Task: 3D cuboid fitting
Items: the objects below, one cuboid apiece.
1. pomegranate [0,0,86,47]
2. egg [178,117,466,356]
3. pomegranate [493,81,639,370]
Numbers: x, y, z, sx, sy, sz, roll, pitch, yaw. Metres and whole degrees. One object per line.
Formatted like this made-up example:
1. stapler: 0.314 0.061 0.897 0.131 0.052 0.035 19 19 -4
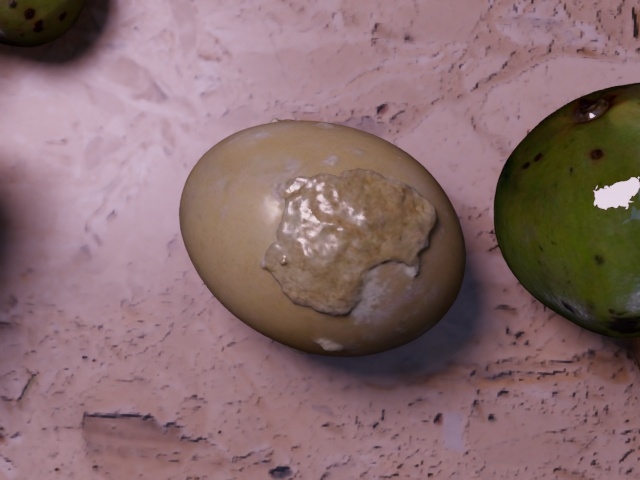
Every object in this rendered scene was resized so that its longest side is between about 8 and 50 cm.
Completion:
1. pomegranate: -0.223 -0.217 0.799 0.129 0.129 0.159 3 75 -1
2. egg: 0.001 -0.003 0.767 0.201 0.164 0.164 21 86 5
3. pomegranate: 0.224 0.004 0.773 0.187 0.187 0.225 -25 115 -2
